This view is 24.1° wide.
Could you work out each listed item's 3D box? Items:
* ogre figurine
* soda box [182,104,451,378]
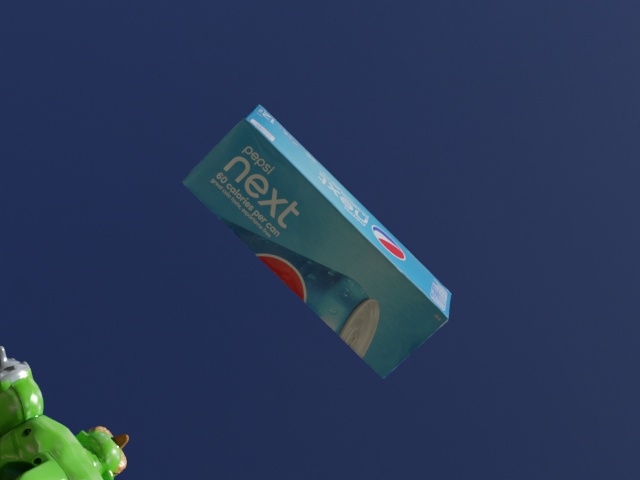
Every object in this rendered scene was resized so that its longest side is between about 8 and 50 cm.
[{"bbox_3d":[-0.154,0.140,0.748,0.118,0.097,0.197,-39,-118,31],"label":"ogre figurine"},{"bbox_3d":[0.000,0.000,1.112,0.210,0.067,0.071,45,-75,-5],"label":"soda box"}]
